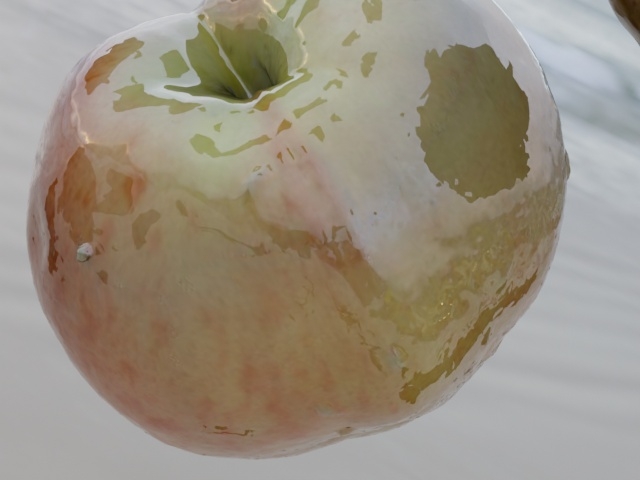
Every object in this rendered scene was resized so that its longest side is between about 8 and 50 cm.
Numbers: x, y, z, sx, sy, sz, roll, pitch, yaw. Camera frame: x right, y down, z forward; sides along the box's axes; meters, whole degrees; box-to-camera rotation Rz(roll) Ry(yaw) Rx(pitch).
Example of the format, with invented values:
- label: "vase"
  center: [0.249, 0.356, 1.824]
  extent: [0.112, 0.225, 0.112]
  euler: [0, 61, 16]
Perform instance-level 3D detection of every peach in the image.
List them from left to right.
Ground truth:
- label: "peach"
  center: [0.000, 0.000, 0.654]
  extent: [0.232, 0.232, 0.232]
  euler: [24, 12, -6]

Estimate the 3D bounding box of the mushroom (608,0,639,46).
- label: "mushroom"
  center: [0.250, -0.115, 0.531]
  extent: [0.195, 0.283, 0.263]
  euler: [51, 4, 3]
